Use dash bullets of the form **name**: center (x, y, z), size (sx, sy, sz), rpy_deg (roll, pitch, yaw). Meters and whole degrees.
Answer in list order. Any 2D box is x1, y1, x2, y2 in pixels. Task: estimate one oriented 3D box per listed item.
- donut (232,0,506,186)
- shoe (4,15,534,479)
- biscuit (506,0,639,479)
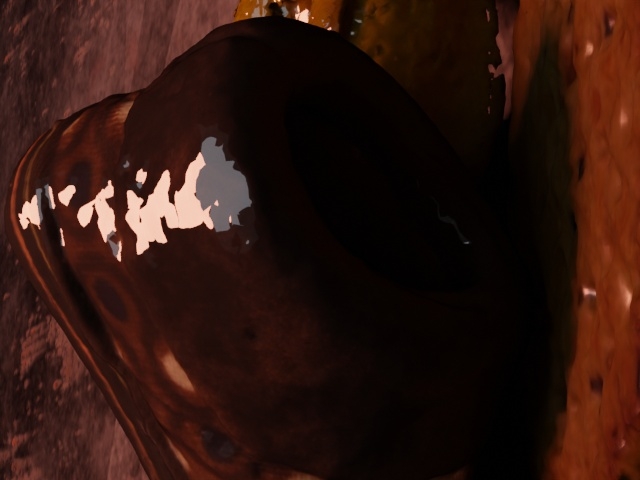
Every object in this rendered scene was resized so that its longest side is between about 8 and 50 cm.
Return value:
- **donut**: center (0.011, -0.113, 1.161), size (0.272, 0.107, 0.272), rpy_deg (-42, 42, 53)
- **shoe**: center (0.014, 0.072, 1.013), size (0.237, 0.171, 0.384), rpy_deg (-20, 103, 46)
- **biscuit**: center (0.134, -0.030, 0.912), size (0.359, 0.046, 0.359), rpy_deg (-179, 90, -87)
